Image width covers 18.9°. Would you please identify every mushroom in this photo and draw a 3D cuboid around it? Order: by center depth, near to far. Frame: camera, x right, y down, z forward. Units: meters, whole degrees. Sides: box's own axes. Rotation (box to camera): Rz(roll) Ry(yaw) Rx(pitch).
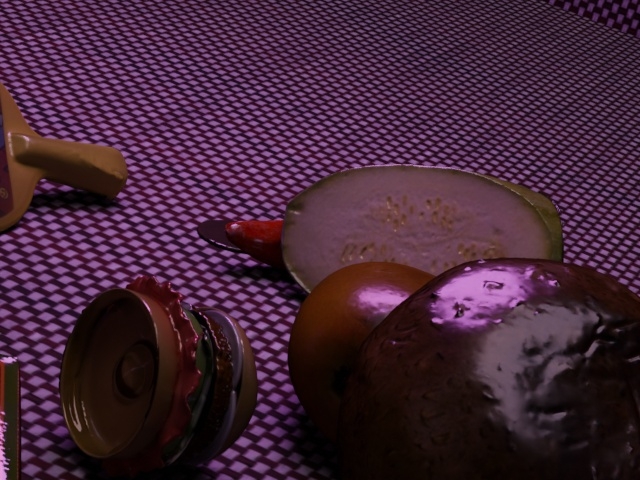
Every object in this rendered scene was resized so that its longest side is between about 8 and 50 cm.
[{"bbox_3d":[0.176,0.166,1.603,0.345,0.239,0.345,25,37,-21],"label":"mushroom"}]

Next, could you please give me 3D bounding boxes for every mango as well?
[{"bbox_3d":[0.078,0.108,1.844,0.211,0.173,0.317,20,14,5],"label":"mango"}]

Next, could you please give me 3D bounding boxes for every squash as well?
[{"bbox_3d":[0.112,0.009,2.091,0.260,0.189,0.189,12,21,-27],"label":"squash"}]

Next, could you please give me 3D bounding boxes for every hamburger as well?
[{"bbox_3d":[-0.131,0.124,1.659,0.137,0.175,0.175,15,17,-40],"label":"hamburger"}]

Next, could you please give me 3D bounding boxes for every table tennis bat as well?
[{"bbox_3d":[-0.348,-0.100,2.078,0.369,0.054,0.224,14,57,-48],"label":"table tennis bat"}]

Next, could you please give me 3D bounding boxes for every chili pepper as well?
[{"bbox_3d":[0.004,0.004,2.178,0.272,0.071,0.063,2,19,-30],"label":"chili pepper"}]

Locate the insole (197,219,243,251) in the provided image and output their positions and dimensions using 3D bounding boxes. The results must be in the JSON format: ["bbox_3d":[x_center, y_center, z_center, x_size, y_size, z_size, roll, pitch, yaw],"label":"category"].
[{"bbox_3d":[0.000,0.000,2.278,0.328,0.007,0.111,2,24,-34],"label":"insole"}]

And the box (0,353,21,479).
[{"bbox_3d":[-0.288,0.187,1.333,0.148,0.177,0.195,11,21,-14],"label":"box"}]
